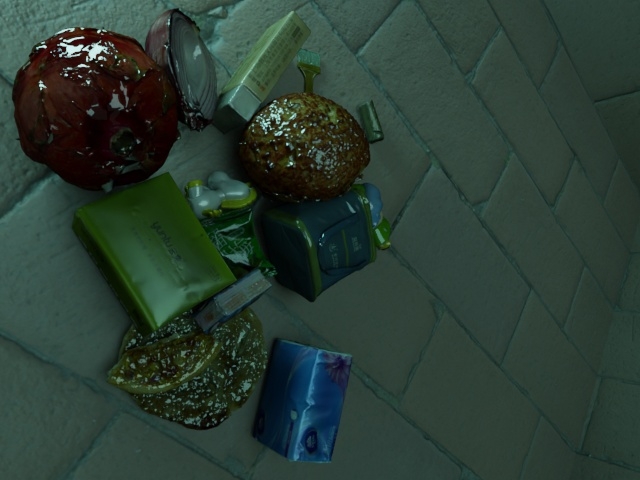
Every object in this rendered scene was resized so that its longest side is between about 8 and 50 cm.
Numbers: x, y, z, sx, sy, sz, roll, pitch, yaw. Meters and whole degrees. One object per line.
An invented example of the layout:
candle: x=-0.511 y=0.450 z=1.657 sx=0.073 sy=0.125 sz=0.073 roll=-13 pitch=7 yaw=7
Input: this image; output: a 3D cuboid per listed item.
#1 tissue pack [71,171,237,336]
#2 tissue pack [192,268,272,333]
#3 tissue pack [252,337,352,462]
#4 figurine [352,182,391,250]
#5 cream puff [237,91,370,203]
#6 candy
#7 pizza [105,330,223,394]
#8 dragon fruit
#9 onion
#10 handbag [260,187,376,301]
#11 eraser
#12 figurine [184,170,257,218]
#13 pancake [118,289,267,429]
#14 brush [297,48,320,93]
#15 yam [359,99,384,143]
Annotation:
tissue pack: x=-0.349 y=0.031 z=0.943 sx=0.200 sy=0.167 sz=0.274 roll=-33 pitch=94 yaw=-35
tissue pack: x=-0.201 y=0.139 z=1.031 sx=0.065 sy=0.115 sz=0.155 roll=52 pitch=41 yaw=2
tissue pack: x=-0.048 y=0.401 z=1.148 sx=0.146 sy=0.198 sz=0.263 roll=21 pitch=75 yaw=-35
figurine: x=0.139 y=-0.066 z=1.355 sx=0.263 sy=0.143 sz=0.162 roll=49 pitch=32 yaw=-43
cream puff: x=-0.041 y=-0.250 z=1.128 sx=0.351 sy=0.351 sz=0.228 roll=-25 pitch=133 yaw=-35
candy: x=-0.214 y=0.021 z=1.125 sx=0.141 sy=0.078 sz=0.203 roll=-25 pitch=105 yaw=-21
pizza: x=-0.329 y=0.266 z=0.970 sx=0.247 sy=0.058 sz=0.127 roll=-1 pitch=88 yaw=-33
dragon fruit: x=-0.418 y=-0.246 z=0.850 sx=0.296 sy=0.301 sz=0.295 roll=-19 pitch=131 yaw=-24
onion: x=-0.320 y=-0.357 z=1.005 sx=0.227 sy=0.121 sz=0.283 roll=52 pitch=28 yaw=-65
handbag: x=0.000 y=0.000 z=1.189 sx=0.241 sy=0.222 sz=0.262 roll=-30 pitch=120 yaw=-32
eraser: x=-0.158 y=-0.434 z=1.159 sx=0.078 sy=0.144 sz=0.343 roll=40 pitch=66 yaw=-29
figurine: x=-0.241 y=-0.110 z=1.092 sx=0.178 sy=0.130 sz=0.109 roll=-33 pitch=145 yaw=-41
pancake: x=-0.286 y=0.272 z=1.067 sx=0.357 sy=0.065 sz=0.355 roll=1 pitch=88 yaw=-31
brush: x=-0.034 y=-0.459 z=1.333 sx=0.083 sy=0.010 sz=0.217 roll=3 pitch=87 yaw=-37
yam: x=0.165 y=-0.381 z=1.447 sx=0.054 sy=0.054 sz=0.132 roll=-25 pitch=101 yaw=-35
